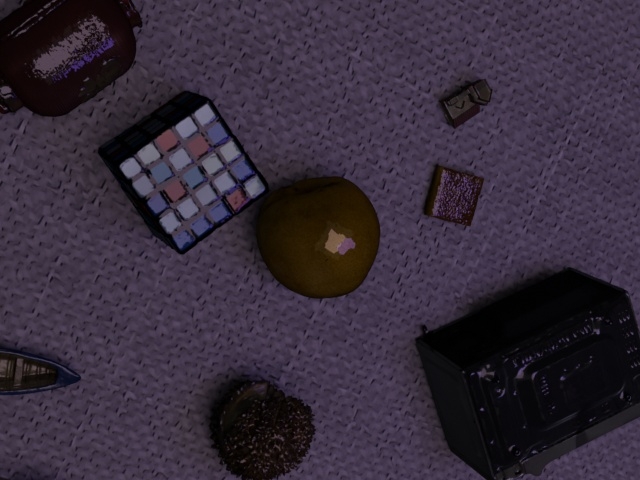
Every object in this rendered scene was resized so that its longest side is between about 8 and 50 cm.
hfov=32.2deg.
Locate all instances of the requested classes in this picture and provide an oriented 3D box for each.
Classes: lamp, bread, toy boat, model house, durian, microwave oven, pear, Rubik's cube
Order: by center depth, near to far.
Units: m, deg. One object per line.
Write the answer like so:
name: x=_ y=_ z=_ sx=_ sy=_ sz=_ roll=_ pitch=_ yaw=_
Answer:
lamp: x=-0.389 y=-0.289 z=1.654 sx=0.258 sy=0.180 sz=0.180 roll=-37 pitch=111 yaw=-11
Rubik's cube: x=-0.218 y=-0.111 z=1.749 sx=0.184 sy=0.187 sz=0.182 roll=-36 pitch=111 yaw=-11
toy boat: x=-0.504 y=0.209 z=1.787 sx=0.229 sy=0.046 sz=0.080 roll=5 pitch=98 yaw=-21
pear: x=0.000 y=0.000 z=1.841 sx=0.209 sy=0.209 sz=0.209 roll=-4 pitch=102 yaw=-19
durian: x=-0.100 y=0.338 z=1.884 sx=0.167 sy=0.196 sz=0.196 roll=0 pitch=101 yaw=-22
model house: x=0.262 y=-0.243 z=1.966 sx=0.083 sy=0.057 sz=0.058 roll=-33 pitch=106 yaw=-13
bread: x=0.240 y=-0.081 z=2.002 sx=0.090 sy=0.035 sz=0.094 roll=12 pitch=97 yaw=-21
microwave oven: x=0.400 y=0.246 z=2.030 sx=0.355 sy=0.218 sz=0.286 roll=-22 pitch=109 yaw=-14
